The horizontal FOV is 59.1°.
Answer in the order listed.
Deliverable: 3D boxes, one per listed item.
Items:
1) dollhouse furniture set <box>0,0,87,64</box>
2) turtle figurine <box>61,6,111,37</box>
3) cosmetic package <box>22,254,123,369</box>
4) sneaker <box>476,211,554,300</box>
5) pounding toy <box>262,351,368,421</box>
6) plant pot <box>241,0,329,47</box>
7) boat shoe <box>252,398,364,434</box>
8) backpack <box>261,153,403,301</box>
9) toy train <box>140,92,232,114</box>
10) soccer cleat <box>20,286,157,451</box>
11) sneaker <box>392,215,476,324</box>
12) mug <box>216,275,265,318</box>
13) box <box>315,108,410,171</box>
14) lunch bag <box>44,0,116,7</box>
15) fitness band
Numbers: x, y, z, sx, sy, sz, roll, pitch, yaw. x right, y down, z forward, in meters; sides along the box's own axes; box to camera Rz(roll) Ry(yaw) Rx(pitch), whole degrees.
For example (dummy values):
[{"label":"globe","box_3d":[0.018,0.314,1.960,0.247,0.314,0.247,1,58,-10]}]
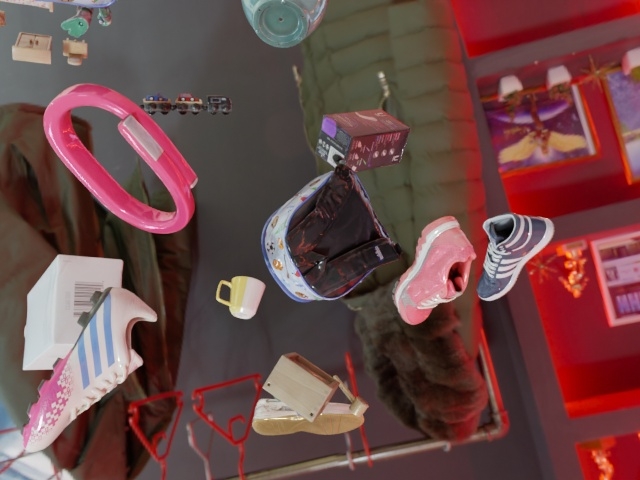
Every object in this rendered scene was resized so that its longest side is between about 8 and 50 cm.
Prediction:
[{"label":"dollhouse furniture set","box_3d":[-0.924,-0.781,1.849,0.303,0.174,0.356,1,124,-23]},{"label":"turtle figurine","box_3d":[-0.511,-0.543,1.213,0.118,0.234,0.175,-32,125,27]},{"label":"cosmetic package","box_3d":[-0.630,0.194,1.421,0.156,0.218,0.385,7,159,-34]},{"label":"sneaker","box_3d":[0.460,0.040,1.469,0.153,0.099,0.282,11,126,-30]},{"label":"pounding toy","box_3d":[-0.004,0.342,1.242,0.206,0.094,0.181,32,178,12]},{"label":"plant pot","box_3d":[-0.118,-0.738,1.777,0.292,0.197,0.293,3,146,2]},{"label":"boat shoe","box_3d":[-0.030,0.422,1.415,0.276,0.096,0.098,0,130,0]},{"label":"backpack","box_3d":[0.000,0.000,1.227,0.213,0.277,0.263,-23,-166,47]},{"label":"toy train","box_3d":[-0.234,-0.241,0.991,0.158,0.036,0.027,-3,172,-14]},{"label":"soccer cleat","box_3d":[-0.425,0.251,1.061,0.143,0.332,0.116,27,166,-9]},{"label":"sneaker","box_3d":[0.261,0.102,1.294,0.115,0.136,0.314,-10,133,-26]},{"label":"mug","box_3d":[-0.143,0.105,1.019,0.078,0.064,0.062,5,155,10]},{"label":"box","box_3d":[0.143,-0.340,1.921,0.270,0.165,0.144,-15,135,-35]},{"label":"lunch bag","box_3d":[-0.459,-0.517,0.907,0.303,0.115,0.243,2,146,-17]},{"label":"fitness band","box_3d":[-0.330,-0.129,0.953,0.208,0.054,0.291,-7,131,35]}]
